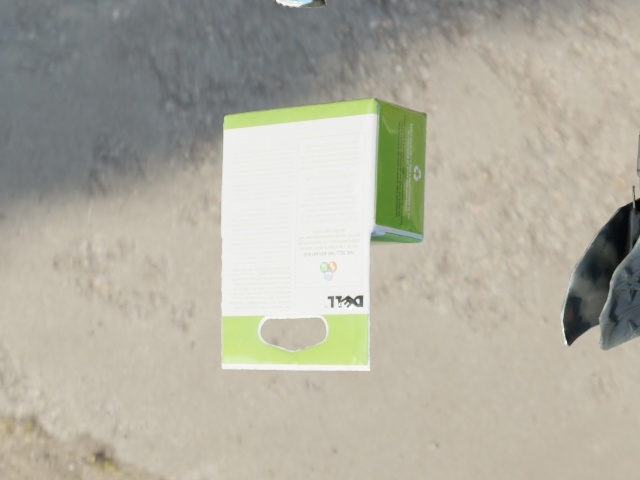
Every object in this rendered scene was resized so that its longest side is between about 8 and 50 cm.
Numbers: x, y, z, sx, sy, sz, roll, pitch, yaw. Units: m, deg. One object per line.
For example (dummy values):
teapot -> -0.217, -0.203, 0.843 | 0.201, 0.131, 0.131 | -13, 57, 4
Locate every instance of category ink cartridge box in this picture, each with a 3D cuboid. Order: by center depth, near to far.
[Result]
ink cartridge box -> 0.000, 0.000, 1.457 | 0.189, 0.097, 0.255 | -3, 83, 36

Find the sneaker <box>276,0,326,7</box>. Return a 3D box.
sneaker -> -0.038, -0.338, 1.784 | 0.063, 0.162, 0.073 | -7, 137, -31

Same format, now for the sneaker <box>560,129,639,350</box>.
sneaker -> 0.176, -0.003, 0.614 | 0.170, 0.051, 0.089 | -3, 97, -29
